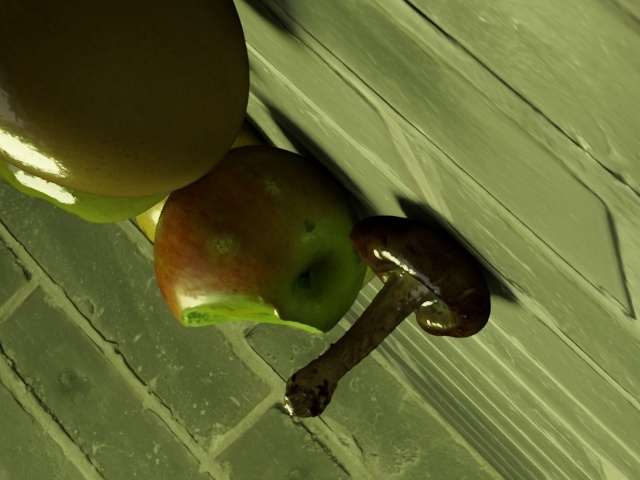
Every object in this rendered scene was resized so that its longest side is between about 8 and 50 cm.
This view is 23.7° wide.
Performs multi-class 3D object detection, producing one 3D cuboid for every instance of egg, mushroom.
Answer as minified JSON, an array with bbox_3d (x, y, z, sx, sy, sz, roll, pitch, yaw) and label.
[{"bbox_3d":[-0.196,-0.171,1.252,0.322,0.250,0.250,43,178,-25],"label":"egg"},{"bbox_3d":[0.042,0.080,1.452,0.148,0.217,0.227,46,176,-1],"label":"mushroom"}]

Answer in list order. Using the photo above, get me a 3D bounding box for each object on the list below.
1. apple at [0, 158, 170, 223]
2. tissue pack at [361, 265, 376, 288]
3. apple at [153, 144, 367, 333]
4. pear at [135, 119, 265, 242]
[{"bbox_3d":[-0.244,-0.155,1.703,0.292,0.254,0.292,25,-179,0],"label":"apple"},{"bbox_3d":[0.000,0.000,2.184,0.176,0.062,0.095,47,176,8],"label":"tissue pack"},{"bbox_3d":[-0.066,0.016,1.778,0.226,0.246,0.246,32,168,36],"label":"apple"},{"bbox_3d":[-0.163,-0.091,2.067,0.209,0.209,0.209,46,176,4],"label":"pear"}]
